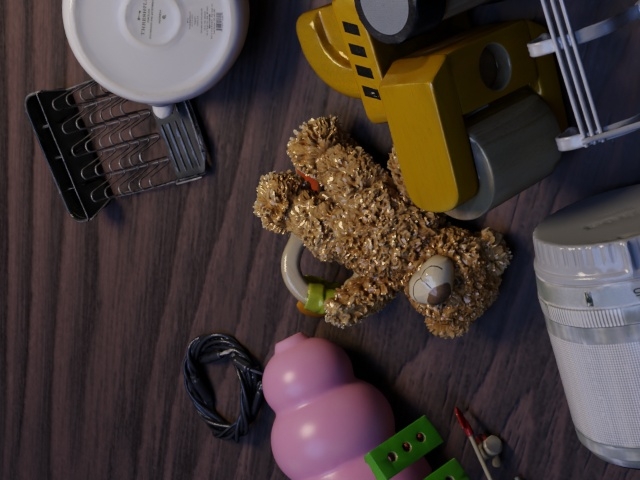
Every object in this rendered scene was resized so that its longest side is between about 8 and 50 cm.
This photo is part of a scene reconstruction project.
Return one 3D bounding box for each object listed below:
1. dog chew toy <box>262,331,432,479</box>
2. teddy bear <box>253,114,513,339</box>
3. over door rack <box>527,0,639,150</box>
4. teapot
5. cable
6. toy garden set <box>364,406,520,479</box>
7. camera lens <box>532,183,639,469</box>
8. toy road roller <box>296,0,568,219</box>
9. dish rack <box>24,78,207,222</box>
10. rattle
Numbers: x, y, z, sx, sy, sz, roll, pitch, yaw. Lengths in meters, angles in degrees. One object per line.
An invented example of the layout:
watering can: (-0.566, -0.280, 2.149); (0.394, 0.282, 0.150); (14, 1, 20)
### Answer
dog chew toy: (0.025, 0.286, 1.660); (0.206, 0.206, 0.332); (-27, 88, 40)
teddy bear: (0.070, -0.012, 1.501); (0.245, 0.113, 0.338); (-38, 80, 5)
over door rack: (0.372, -0.244, 1.223); (0.324, 0.108, 0.240); (-14, 104, 24)
teapot: (-0.207, -0.310, 1.543); (0.256, 0.187, 0.252); (-40, 107, 14)
cable: (-0.158, 0.233, 1.854); (0.150, 0.047, 0.184); (33, 128, 18)
toy garden set: (0.194, 0.342, 1.577); (0.244, 0.203, 0.049); (56, 145, 10)
camera lens: (0.363, 0.095, 1.307); (0.219, 0.219, 0.274); (-7, 107, 37)
toy road roller: (0.116, -0.197, 1.362); (0.240, 0.202, 0.330); (-1, 112, 51)
dish rack: (-0.293, -0.152, 1.744); (0.271, 0.074, 0.208); (-11, 106, 38)
rattle: (0.000, 0.000, 1.641); (0.130, 0.143, 0.200); (-18, 85, 7)
